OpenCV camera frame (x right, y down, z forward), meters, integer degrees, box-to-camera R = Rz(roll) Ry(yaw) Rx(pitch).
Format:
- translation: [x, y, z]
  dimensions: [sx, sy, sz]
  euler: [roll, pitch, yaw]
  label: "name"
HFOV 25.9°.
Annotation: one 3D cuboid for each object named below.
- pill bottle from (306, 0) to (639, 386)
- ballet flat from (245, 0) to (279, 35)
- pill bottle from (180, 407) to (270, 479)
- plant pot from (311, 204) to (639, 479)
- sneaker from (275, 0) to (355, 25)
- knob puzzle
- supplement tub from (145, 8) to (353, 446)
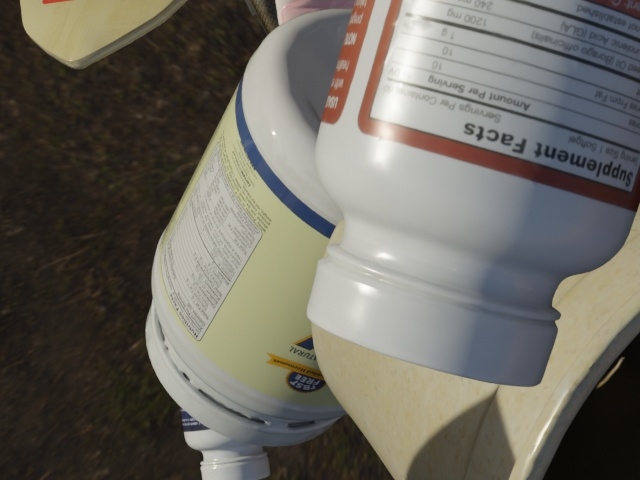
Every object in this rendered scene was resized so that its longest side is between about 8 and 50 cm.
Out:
- translation: [0.067, -0.062, 0.508]
  dimensions: [0.121, 0.121, 0.216]
  euler: [16, 95, 1]
  label: "pill bottle"
- translation: [-0.027, -0.256, 1.847]
  dimensions: [0.058, 0.084, 0.249]
  euler: [-23, 99, 26]
  label: "ballet flat"
- translation: [-0.097, 0.161, 1.420]
  dimensions: [0.094, 0.094, 0.169]
  euler: [-8, 85, 3]
  label: "pill bottle"
- translation: [0.155, 0.080, 0.811]
  dimensions: [0.334, 0.305, 0.333]
  euler: [-12, 116, -25]
  label: "plant pot"
- translation: [0.013, -0.266, 1.491]
  dimensions: [0.134, 0.051, 0.070]
  euler: [-19, 105, -11]
  label: "sneaker"
- translation: [-0.159, -0.206, 1.114]
  dimensions: [0.213, 0.213, 0.030]
  euler: [-29, 135, 4]
  label: "knob puzzle"
- translation: [0.000, 0.000, 1.136]
  dimensions: [0.235, 0.235, 0.325]
  euler: [32, 133, 0]
  label: "supplement tub"
